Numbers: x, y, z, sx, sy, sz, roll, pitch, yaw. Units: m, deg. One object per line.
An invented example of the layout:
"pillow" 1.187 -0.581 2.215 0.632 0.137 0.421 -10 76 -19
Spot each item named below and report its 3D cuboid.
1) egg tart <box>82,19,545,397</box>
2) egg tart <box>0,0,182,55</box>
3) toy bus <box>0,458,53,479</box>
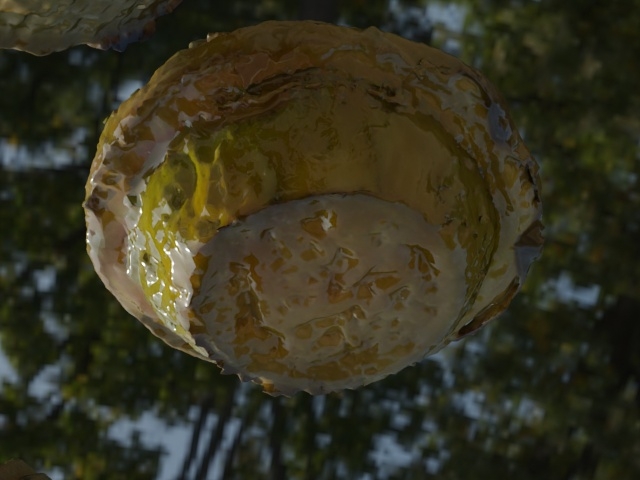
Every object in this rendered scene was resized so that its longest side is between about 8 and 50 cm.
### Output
"egg tart" 0.000 0.000 1.112 0.288 0.288 0.118 3 -140 -12
"egg tart" -0.094 -0.184 0.708 0.215 0.215 0.171 -12 178 -32
"toy bus" -0.145 0.206 1.034 0.182 0.103 0.091 41 -169 4
